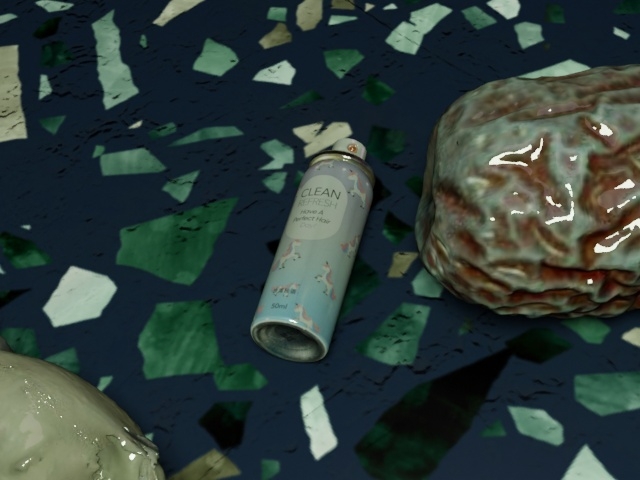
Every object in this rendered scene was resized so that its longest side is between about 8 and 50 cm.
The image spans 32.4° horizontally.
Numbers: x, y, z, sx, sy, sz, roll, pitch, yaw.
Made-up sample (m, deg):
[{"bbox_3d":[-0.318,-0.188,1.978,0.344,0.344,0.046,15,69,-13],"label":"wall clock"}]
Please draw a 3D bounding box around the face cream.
[{"bbox_3d":[0.000,0.000,1.039,0.075,0.075,0.229,8,55,13],"label":"face cream"}]

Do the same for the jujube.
[{"bbox_3d":[0.242,-0.042,0.964,0.317,0.226,0.226,-4,54,-3],"label":"jujube"}]

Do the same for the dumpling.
[{"bbox_3d":[-0.250,0.196,0.900,0.293,0.163,0.204,24,94,21],"label":"dumpling"}]
